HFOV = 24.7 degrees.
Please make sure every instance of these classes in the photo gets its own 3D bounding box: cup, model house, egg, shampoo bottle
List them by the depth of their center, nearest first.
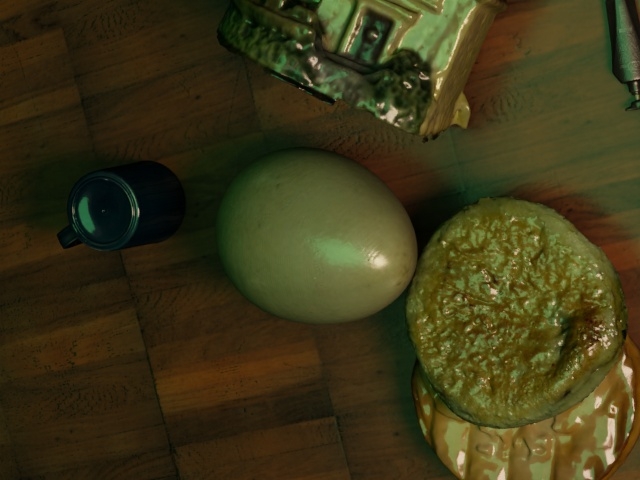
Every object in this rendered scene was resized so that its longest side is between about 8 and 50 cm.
[{"bbox_3d":[0.065,-0.298,1.747,0.321,0.261,0.266,28,102,10],"label":"model house"},{"bbox_3d":[0.373,-0.226,1.766,0.048,0.027,0.137,-11,93,11],"label":"shampoo bottle"},{"bbox_3d":[0.000,0.000,1.803,0.295,0.218,0.218,22,104,44],"label":"egg"},{"bbox_3d":[-0.268,-0.031,1.954,0.113,0.138,0.150,35,106,13],"label":"cup"}]

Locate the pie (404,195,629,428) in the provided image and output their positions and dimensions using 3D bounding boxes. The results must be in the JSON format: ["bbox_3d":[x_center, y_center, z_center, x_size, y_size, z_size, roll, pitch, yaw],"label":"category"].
[{"bbox_3d":[0.225,0.087,1.745,0.277,0.078,0.277,-4,82,25],"label":"pie"}]

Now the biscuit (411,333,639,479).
[{"bbox_3d":[0.259,0.183,1.813,0.296,0.102,0.296,-1,88,26],"label":"biscuit"}]
